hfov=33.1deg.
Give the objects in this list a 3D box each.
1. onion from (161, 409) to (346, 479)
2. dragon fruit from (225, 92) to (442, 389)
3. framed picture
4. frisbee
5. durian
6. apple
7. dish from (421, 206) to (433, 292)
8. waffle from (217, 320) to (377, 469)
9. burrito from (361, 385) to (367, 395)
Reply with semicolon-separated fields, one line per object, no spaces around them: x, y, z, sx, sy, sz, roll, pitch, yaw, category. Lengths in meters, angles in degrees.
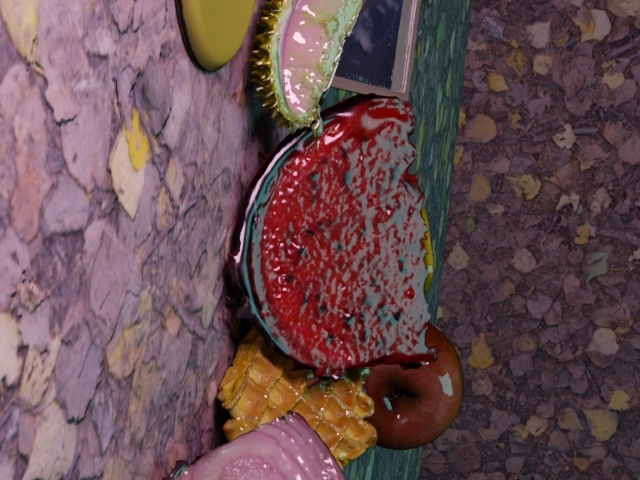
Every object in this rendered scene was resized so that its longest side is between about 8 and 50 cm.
-0.071;0.331;1.118;0.250;0.111;0.247;-18;76;-46;onion
0.000;0.000;1.284;0.282;0.100;0.343;-6;96;-33;dragon fruit
0.038;-0.290;1.357;0.281;0.019;0.208;1;97;-50;framed picture
-0.093;-0.281;1.043;0.236;0.017;0.236;7;90;-78;frisbee
-0.029;-0.226;1.201;0.137;0.095;0.220;21;77;-40;durian
0.145;0.252;1.978;0.253;0.254;0.253;8;90;-78;apple
0.127;0.022;1.804;0.221;0.108;0.262;100;-14;-55;dish
-0.018;0.204;1.300;0.219;0.057;0.229;44;41;-20;waffle
-0.002;0.268;1.612;0.348;0.107;0.175;-12;123;-75;burrito
